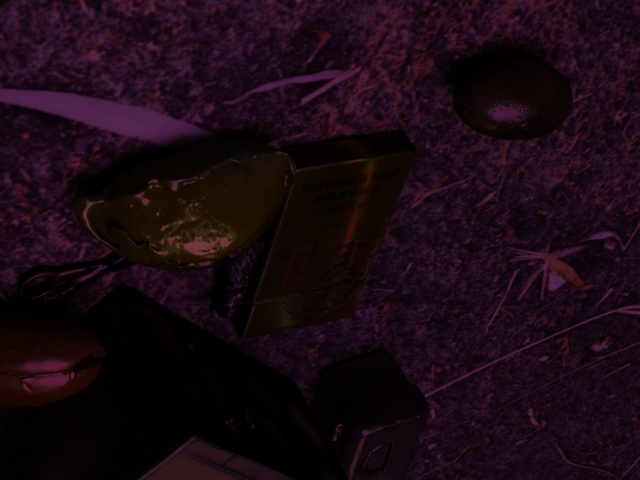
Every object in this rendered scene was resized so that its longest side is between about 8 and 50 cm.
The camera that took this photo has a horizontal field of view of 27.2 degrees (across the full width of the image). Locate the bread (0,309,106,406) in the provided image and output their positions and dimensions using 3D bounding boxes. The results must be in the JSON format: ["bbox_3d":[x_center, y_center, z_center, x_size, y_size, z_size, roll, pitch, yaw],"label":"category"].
[{"bbox_3d":[-0.340,0.136,1.503,0.189,0.077,0.114,1,99,-7],"label":"bread"}]

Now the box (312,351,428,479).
[{"bbox_3d":[0.066,0.278,1.984,0.148,0.129,0.210,-14,143,-24],"label":"box"}]

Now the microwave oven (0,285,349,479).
[{"bbox_3d":[-0.208,0.307,1.715,0.374,0.236,0.432,-38,145,9],"label":"microwave oven"}]

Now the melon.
[{"bbox_3d":[0.230,-0.169,1.586,0.162,0.099,0.099,-3,136,-34],"label":"melon"}]

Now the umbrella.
[{"bbox_3d":[-0.095,0.025,1.619,0.046,0.050,0.188,-31,152,-41],"label":"umbrella"}]

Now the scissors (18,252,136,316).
[{"bbox_3d":[-0.241,0.028,1.539,0.220,0.017,0.088,-24,141,-11],"label":"scissors"}]

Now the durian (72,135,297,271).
[{"bbox_3d":[-0.143,-0.038,1.467,0.250,0.101,0.139,-21,109,-15],"label":"durian"}]

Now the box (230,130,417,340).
[{"bbox_3d":[0.000,0.000,1.664,0.173,0.043,0.311,-10,140,-29],"label":"box"}]
